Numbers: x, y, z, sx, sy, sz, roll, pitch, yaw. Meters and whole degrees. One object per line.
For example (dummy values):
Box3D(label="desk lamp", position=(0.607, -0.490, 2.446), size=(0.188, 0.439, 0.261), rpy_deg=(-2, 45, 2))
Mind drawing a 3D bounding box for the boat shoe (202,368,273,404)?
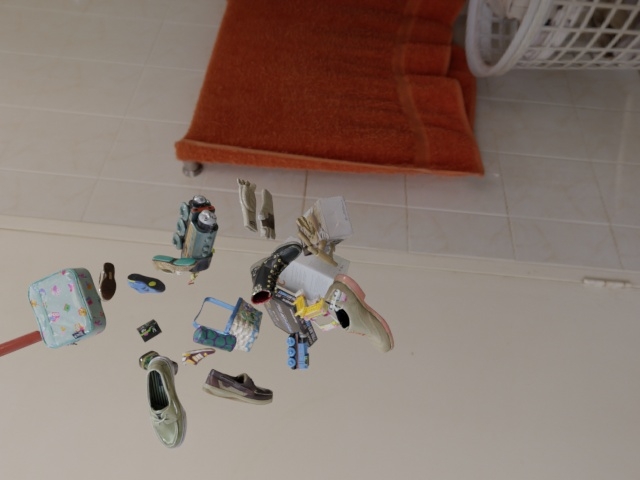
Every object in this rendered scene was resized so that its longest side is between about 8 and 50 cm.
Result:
Box3D(label="boat shoe", position=(-0.286, 0.531, 1.519), size=(0.103, 0.285, 0.092), rpy_deg=(2, 72, 57))

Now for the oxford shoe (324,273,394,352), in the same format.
Box3D(label="oxford shoe", position=(0.144, 0.319, 1.633), size=(0.146, 0.397, 0.140), rpy_deg=(-48, 19, -29))

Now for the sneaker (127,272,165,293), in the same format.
Box3D(label="sneaker", position=(-0.843, 0.225, 2.032), size=(0.069, 0.209, 0.082), rpy_deg=(-57, -23, -54))

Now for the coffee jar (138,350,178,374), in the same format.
Box3D(label="coffee jar", position=(-0.772, 0.592, 1.980), size=(0.096, 0.184, 0.079), rpy_deg=(-24, -56, -55))

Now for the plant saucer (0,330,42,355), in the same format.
Box3D(label="plant saucer", position=(-1.280, 0.439, 1.723), size=(0.259, 0.258, 0.048), rpy_deg=(-22, 90, 53))

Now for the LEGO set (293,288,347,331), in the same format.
Box3D(label="LEGO set", position=(-0.011, 0.251, 1.486), size=(0.287, 0.107, 0.132), rpy_deg=(-11, 39, 57))

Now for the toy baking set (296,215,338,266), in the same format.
Box3D(label="toy baking set", position=(0.001, 0.004, 1.482), size=(0.256, 0.030, 0.197), rpy_deg=(36, -154, -42))

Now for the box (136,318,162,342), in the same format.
Box3D(label="box", position=(-0.758, 0.399, 1.845), size=(0.052, 0.083, 0.062), rpy_deg=(6, 122, 54))

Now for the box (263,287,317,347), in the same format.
Box3D(label="box", position=(-0.171, 0.367, 2.095), size=(0.073, 0.293, 0.296), rpy_deg=(-41, -49, -27))

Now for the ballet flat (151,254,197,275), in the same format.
Box3D(label="ballet flat", position=(-0.561, 0.100, 1.619), size=(0.073, 0.206, 0.067), rpy_deg=(-40, -49, -57))

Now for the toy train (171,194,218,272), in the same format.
Box3D(label="toy train", position=(-0.501, -0.023, 1.703), size=(0.190, 0.142, 0.334), rpy_deg=(53, 135, 26))

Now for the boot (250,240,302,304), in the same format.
Box3D(label="boot", position=(-0.160, 0.119, 1.509), size=(0.085, 0.236, 0.179), rpy_deg=(47, -159, -32))

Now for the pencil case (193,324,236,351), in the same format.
Box3D(label="pencil case", position=(-0.391, 0.364, 1.550), size=(0.064, 0.151, 0.070), rpy_deg=(-36, 38, 43))

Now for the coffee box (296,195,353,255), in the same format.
Box3D(label="coffee box", position=(0.011, -0.053, 1.766), size=(0.297, 0.118, 0.168), rpy_deg=(141, 117, -64))

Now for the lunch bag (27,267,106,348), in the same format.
Box3D(label="lunch bag", position=(-0.946, 0.257, 1.551), size=(0.108, 0.224, 0.279), rpy_deg=(41, -152, -84))

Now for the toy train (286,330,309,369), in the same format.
Box3D(label="toy train", position=(-0.106, 0.523, 1.980), size=(0.080, 0.105, 0.184), rpy_deg=(39, -130, -88))

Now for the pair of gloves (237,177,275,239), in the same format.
Box3D(label="pair of gloves", position=(-0.234, -0.111, 1.548), size=(0.240, 0.042, 0.204), rpy_deg=(29, -130, -66))

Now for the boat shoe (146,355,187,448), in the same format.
Box3D(label="boat shoe", position=(-0.490, 0.513, 1.287), size=(0.094, 0.109, 0.302), rpy_deg=(-100, 0, -83))

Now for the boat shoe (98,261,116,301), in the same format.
Box3D(label="boat shoe", position=(-1.271, 0.259, 2.477), size=(0.095, 0.095, 0.257), rpy_deg=(-40, 46, 31))

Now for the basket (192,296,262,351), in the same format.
Box3D(label="basket", position=(-0.420, 0.367, 1.912), size=(0.255, 0.288, 0.201), rpy_deg=(-95, 25, -69))

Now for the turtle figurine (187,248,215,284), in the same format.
Box3D(label="turtle figurine", position=(-0.713, 0.131, 2.498), size=(0.217, 0.087, 0.269), rpy_deg=(-48, 8, 31))

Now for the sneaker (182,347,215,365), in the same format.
Box3D(label="sneaker", position=(-0.677, 0.653, 2.333), size=(0.069, 0.185, 0.084), rpy_deg=(89, 173, -80))

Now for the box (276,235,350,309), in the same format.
Box3D(label="box", position=(-0.051, 0.160, 2.086), size=(0.168, 0.345, 0.215), rpy_deg=(-50, -23, -46))
